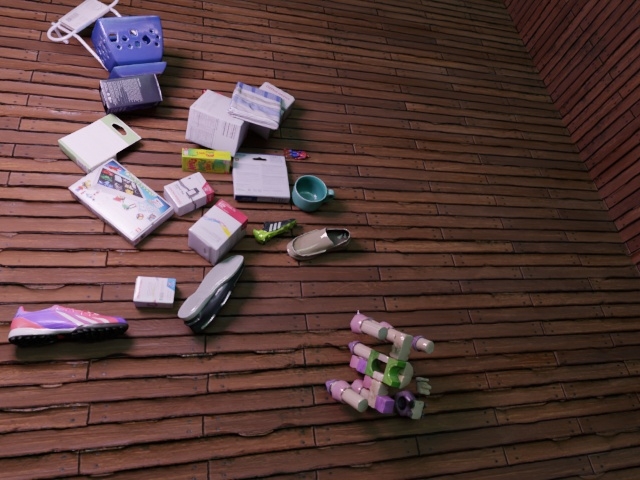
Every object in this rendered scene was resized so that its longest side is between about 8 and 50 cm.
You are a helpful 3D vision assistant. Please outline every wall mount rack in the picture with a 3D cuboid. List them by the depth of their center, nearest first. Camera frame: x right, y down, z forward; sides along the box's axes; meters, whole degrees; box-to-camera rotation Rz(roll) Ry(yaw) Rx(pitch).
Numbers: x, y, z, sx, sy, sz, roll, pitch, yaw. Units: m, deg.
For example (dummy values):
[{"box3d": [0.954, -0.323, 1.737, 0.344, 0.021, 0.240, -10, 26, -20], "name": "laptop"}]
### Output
[{"box3d": [-0.937, -0.882, 1.915, 0.304, 0.130, 0.350, 33, 68, 17], "name": "wall mount rack"}]

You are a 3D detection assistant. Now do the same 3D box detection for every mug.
[{"box3d": [-0.037, -0.174, 1.825, 0.158, 0.097, 0.129, 32, 56, 2], "name": "mug"}]

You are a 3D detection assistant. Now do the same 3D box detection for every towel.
[{"box3d": [-0.259, -0.553, 1.849, 0.209, 0.034, 0.285, 15, 39, -13], "name": "towel"}]

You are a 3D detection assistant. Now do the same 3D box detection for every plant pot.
[{"box3d": [-0.753, -0.746, 1.819, 0.236, 0.236, 0.212, -19, 103, -30], "name": "plant pot"}]

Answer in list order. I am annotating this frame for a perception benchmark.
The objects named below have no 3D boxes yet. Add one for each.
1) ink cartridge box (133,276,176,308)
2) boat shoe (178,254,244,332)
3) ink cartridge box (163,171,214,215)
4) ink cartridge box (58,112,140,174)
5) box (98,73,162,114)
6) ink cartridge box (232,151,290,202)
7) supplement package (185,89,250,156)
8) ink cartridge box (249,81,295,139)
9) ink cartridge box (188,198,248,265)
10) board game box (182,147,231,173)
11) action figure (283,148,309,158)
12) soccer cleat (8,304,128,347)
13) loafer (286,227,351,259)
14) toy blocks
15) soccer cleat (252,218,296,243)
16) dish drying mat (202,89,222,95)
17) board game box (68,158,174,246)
[{"box3d": [-0.544, 0.171, 1.498, 0.123, 0.052, 0.088, 6, 59, -15], "name": "ink cartridge box"}, {"box3d": [-0.351, 0.174, 1.535, 0.114, 0.091, 0.302, 8, 46, 42], "name": "boat shoe"}, {"box3d": [-0.494, -0.174, 1.707, 0.150, 0.063, 0.109, -31, 73, -29], "name": "ink cartridge box"}, {"box3d": [-0.830, -0.366, 1.724, 0.171, 0.056, 0.235, 40, 55, 8], "name": "ink cartridge box"}, {"box3d": [-0.749, -0.574, 1.793, 0.207, 0.153, 0.108, -18, 102, -24], "name": "box"}, {"box3d": [-0.243, -0.254, 1.839, 0.223, 0.045, 0.223, 2, 57, -16], "name": "ink cartridge box"}, {"box3d": [-0.403, -0.473, 1.830, 0.203, 0.149, 0.194, 20, 39, -4], "name": "supplement package"}, {"box3d": [-0.237, -0.571, 1.998, 0.160, 0.092, 0.219, 32, 56, 2], "name": "ink cartridge box"}, {"box3d": [-0.366, -0.027, 1.621, 0.127, 0.128, 0.176, 35, 57, 5], "name": "ink cartridge box"}, {"box3d": [-0.447, -0.310, 1.783, 0.181, 0.092, 0.043, 1, 62, -16], "name": "board game box"}, {"box3d": [-0.103, -0.370, 1.960, 0.115, 0.030, 0.038, 4, 65, -20], "name": "action figure"}, {"box3d": [-0.747, 0.243, 1.367, 0.318, 0.108, 0.116, -2, 58, -15], "name": "soccer cleat"}, {"box3d": [0.000, 0.000, 1.737, 0.269, 0.092, 0.101, -14, 66, -24], "name": "loafer"}, {"box3d": [0.179, 0.403, 1.509, 0.309, 0.260, 0.288, 19, 84, -33], "name": "toy blocks"}, {"box3d": [-0.173, -0.052, 1.736, 0.179, 0.060, 0.072, -28, 70, -25], "name": "soccer cleat"}, {"box3d": [-0.478, -0.650, 2.022, 0.083, 0.008, 0.032, 7, 58, -13], "name": "dish drying mat"}, {"box3d": [-0.707, -0.141, 1.629, 0.305, 0.053, 0.193, 38, 58, 7], "name": "board game box"}]
